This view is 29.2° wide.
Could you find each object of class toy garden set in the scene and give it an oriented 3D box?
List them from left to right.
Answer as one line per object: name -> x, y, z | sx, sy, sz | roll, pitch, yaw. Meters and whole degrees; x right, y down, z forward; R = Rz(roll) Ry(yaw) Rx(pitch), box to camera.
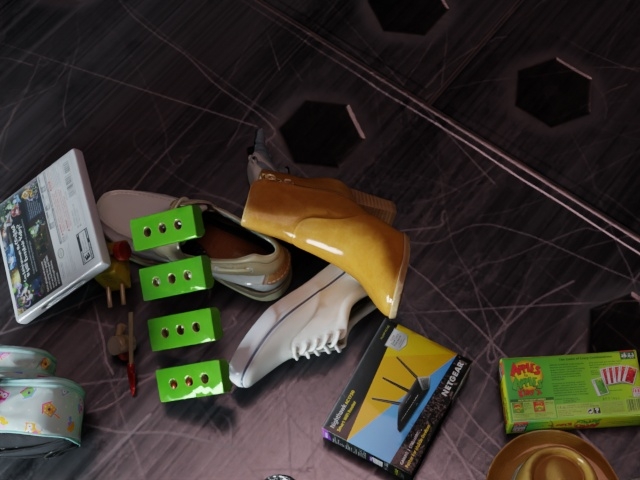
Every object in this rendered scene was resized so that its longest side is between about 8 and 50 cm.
toy garden set -> -0.214, 0.091, 1.641 | 0.203, 0.049, 0.244 | -12, 85, 32

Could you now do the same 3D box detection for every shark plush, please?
shark plush -> -0.074, -0.094, 1.800 | 0.067, 0.073, 0.161 | -1, 39, -22

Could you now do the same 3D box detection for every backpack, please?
backpack -> -0.392, 0.208, 1.563 | 0.188, 0.166, 0.145 | 8, 72, 2

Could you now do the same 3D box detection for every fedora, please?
fedora -> 0.299, 0.322, 1.542 | 0.194, 0.079, 0.194 | 0, 63, 1

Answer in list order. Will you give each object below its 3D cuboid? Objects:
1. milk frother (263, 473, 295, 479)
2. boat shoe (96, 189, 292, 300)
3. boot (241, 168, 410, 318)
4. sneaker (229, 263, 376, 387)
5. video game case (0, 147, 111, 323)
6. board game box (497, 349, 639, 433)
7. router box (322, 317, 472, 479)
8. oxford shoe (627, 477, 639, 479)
milk frother -> -0.066, 0.348, 1.495 | 0.143, 0.135, 0.129 | 32, 80, 34
boat shoe -> -0.181, -0.014, 1.712 | 0.302, 0.103, 0.113 | 17, 63, 10
boot -> 0.000, -0.001, 1.602 | 0.211, 0.104, 0.295 | 11, 25, -9
sneaker -> -0.010, 0.115, 1.647 | 0.258, 0.094, 0.091 | -41, 64, -19
video game case -> -0.375, -0.006, 1.706 | 0.173, 0.022, 0.190 | -32, 61, 24
board game box -> 0.331, 0.200, 1.626 | 0.181, 0.043, 0.092 | -3, 62, -1
router box -> 0.102, 0.210, 1.622 | 0.133, 0.046, 0.179 | 25, 65, 14
oxford shoe -> 0.284, 0.442, 1.404 | 0.449, 0.130, 0.169 | -35, 108, -26
